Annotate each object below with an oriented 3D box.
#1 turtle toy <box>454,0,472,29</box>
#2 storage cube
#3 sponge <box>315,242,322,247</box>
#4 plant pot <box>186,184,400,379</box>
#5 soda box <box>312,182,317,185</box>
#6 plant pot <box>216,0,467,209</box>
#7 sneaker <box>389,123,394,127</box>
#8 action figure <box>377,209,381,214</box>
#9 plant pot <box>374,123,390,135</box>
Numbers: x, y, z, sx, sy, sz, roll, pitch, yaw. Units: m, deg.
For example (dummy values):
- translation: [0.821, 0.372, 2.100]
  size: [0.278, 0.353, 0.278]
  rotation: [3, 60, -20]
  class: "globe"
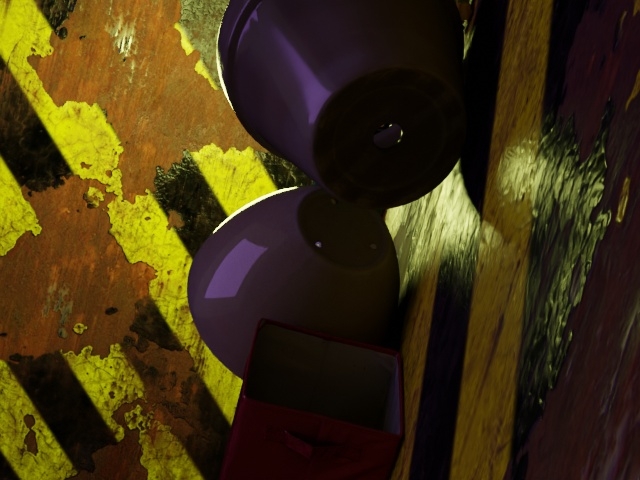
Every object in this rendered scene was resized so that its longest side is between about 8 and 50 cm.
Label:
- translation: [0.170, -0.332, 1.696]
  size: [0.066, 0.095, 0.130]
  rotation: [74, -156, -52]
  class: "turtle toy"
- translation: [-0.017, 0.235, 1.426]
  size: [0.215, 0.184, 0.193]
  rotation: [-83, 8, -65]
  class: "storage cube"
- translation: [0.000, 0.000, 2.309]
  size: [0.210, 0.031, 0.117]
  rotation: [-110, 26, -72]
  class: "sponge"
- translation: [-0.008, 0.037, 1.575]
  size: [0.191, 0.284, 0.284]
  rotation: [-54, 18, 46]
  class: "plant pot"
- translation: [0.034, -0.111, 2.492]
  size: [0.067, 0.071, 0.210]
  rotation: [-65, -7, 33]
  class: "soda box"
- translation: [0.053, -0.187, 1.499]
  size: [0.280, 0.323, 0.323]
  rotation: [-113, 34, -55]
  class: "plant pot"
- translation: [0.126, -0.218, 1.943]
  size: [0.066, 0.071, 0.188]
  rotation: [113, 171, -66]
  class: "sneaker"
- translation: [0.064, -0.004, 2.186]
  size: [0.137, 0.063, 0.232]
  rotation: [-89, 11, -63]
  class: "action figure"
- translation: [0.071, -0.256, 2.231]
  size: [0.167, 0.187, 0.188]
  rotation: [79, -158, -67]
  class: "plant pot"
